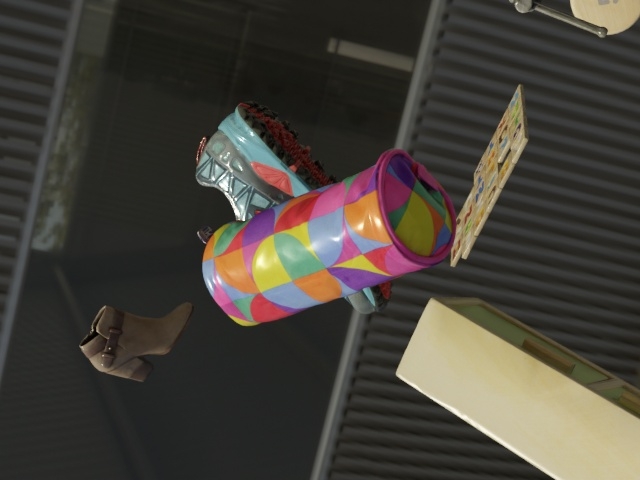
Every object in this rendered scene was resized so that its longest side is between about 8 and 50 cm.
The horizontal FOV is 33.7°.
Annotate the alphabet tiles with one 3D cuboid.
[{"bbox_3d":[0.236,-0.084,1.495,0.009,0.237,0.198,22,-151,-4],"label":"alphabet tiles"}]

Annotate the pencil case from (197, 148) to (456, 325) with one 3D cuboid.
[{"bbox_3d":[0.000,0.000,0.881,0.104,0.104,0.236,6,163,-44],"label":"pencil case"}]

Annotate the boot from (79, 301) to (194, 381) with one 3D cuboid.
[{"bbox_3d":[-0.207,0.099,1.179,0.087,0.118,0.042,38,169,-23],"label":"boot"}]

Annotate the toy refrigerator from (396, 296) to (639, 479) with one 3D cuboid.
[{"bbox_3d":[0.212,0.145,0.950,0.270,0.094,0.102,31,-166,32],"label":"toy refrigerator"}]

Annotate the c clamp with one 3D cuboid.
[{"bbox_3d":[0.137,-0.189,0.757,0.137,0.022,0.160,25,-153,1],"label":"c clamp"}]

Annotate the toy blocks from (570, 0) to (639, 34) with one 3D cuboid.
[{"bbox_3d":[0.250,-0.212,0.796,0.054,0.123,0.148,47,-154,4],"label":"toy blocks"}]

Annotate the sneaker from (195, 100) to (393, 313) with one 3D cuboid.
[{"bbox_3d":[-0.030,-0.018,1.130,0.262,0.125,0.104,51,-156,-1],"label":"sneaker"}]
